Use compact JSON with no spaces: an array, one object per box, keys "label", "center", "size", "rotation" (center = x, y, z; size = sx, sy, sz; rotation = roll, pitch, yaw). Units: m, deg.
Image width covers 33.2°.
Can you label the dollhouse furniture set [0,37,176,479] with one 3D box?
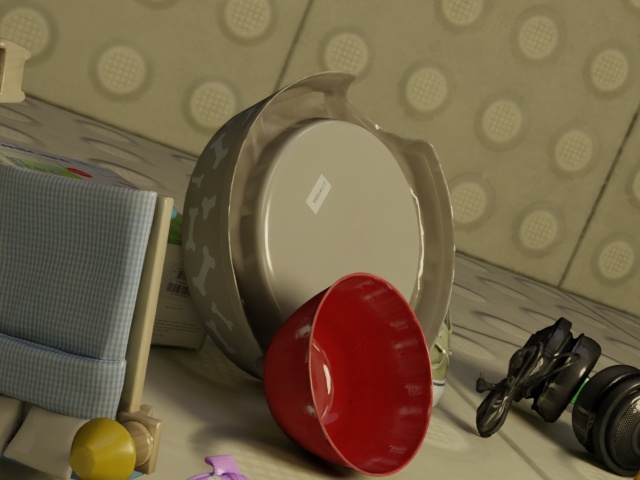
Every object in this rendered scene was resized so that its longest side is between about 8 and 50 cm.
[{"label":"dollhouse furniture set","center":[-0.236,-0.006,0.663],"size":[0.303,0.286,0.198],"rotation":[13,5,21]}]

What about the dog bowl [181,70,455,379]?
[{"label":"dog bowl","center":[0.000,0.000,1.135],"size":[0.102,0.349,0.349],"rotation":[-5,-13,43]}]

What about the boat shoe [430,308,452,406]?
[{"label":"boat shoe","center":[0.116,0.131,1.364],"size":[0.109,0.094,0.302],"rotation":[23,8,2]}]

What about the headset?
[{"label":"headset","center":[0.330,0.218,1.387],"size":[0.243,0.185,0.394],"rotation":[34,-1,39]}]

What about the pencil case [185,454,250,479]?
[{"label":"pencil case","center":[-0.014,0.206,0.585],"size":[0.086,0.088,0.206],"rotation":[3,19,-46]}]

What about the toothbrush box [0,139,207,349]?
[{"label":"toothbrush box","center":[-0.259,-0.002,1.153],"size":[0.206,0.122,0.283],"rotation":[14,10,-45]}]

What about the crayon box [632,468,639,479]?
[{"label":"crayon box","center":[0.286,0.245,0.711],"size":[0.203,0.083,0.323],"rotation":[31,-5,23]}]

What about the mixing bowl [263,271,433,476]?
[{"label":"mixing bowl","center":[0.013,0.127,0.986],"size":[0.098,0.181,0.181],"rotation":[-14,-18,39]}]
